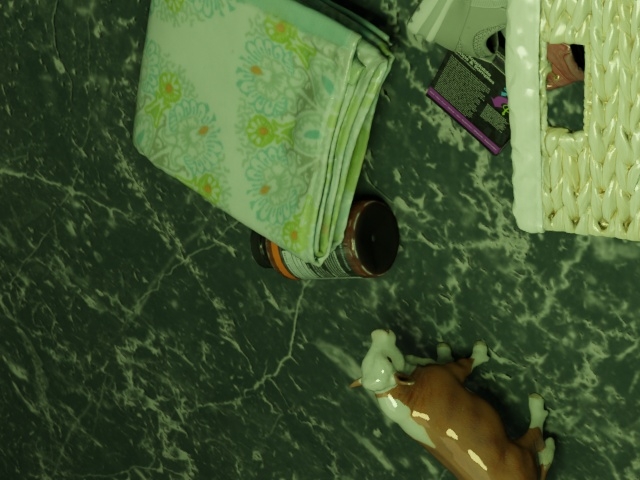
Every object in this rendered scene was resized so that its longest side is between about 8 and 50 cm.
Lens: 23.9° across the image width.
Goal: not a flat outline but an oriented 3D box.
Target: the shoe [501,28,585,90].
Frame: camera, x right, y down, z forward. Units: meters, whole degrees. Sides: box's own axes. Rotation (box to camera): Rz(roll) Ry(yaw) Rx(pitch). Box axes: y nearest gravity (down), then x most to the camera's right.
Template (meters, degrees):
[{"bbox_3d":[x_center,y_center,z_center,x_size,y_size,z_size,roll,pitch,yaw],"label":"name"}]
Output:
[{"bbox_3d":[0.244,-0.250,1.695,0.081,0.063,0.178,-9,118,40],"label":"shoe"}]

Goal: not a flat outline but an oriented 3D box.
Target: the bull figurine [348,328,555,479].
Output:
[{"bbox_3d":[0.180,0.223,1.976,0.310,0.188,0.101,49,136,0],"label":"bull figurine"}]

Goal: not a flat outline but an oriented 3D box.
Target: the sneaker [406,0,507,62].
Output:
[{"bbox_3d":[0.197,-0.288,1.565,0.115,0.105,0.281,30,149,-5],"label":"sneaker"}]

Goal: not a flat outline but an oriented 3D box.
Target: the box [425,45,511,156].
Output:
[{"bbox_3d":[0.191,-0.175,1.769,0.116,0.029,0.162,43,160,7],"label":"box"}]

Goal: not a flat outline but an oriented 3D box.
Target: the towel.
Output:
[{"bbox_3d":[-0.090,-0.183,1.920,0.374,0.090,0.320,34,124,30],"label":"towel"}]

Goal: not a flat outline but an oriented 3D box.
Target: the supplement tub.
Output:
[{"bbox_3d":[0.000,0.000,2.026,0.198,0.106,0.106,-2,117,40],"label":"supplement tub"}]

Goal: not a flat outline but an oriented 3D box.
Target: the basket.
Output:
[{"bbox_3d":[0.358,-0.199,1.456,0.266,0.331,0.328,12,126,25],"label":"basket"}]

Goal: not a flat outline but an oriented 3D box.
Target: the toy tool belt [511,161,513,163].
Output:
[{"bbox_3d":[0.253,-0.093,1.799,0.052,0.051,0.083,-4,115,40],"label":"toy tool belt"}]
